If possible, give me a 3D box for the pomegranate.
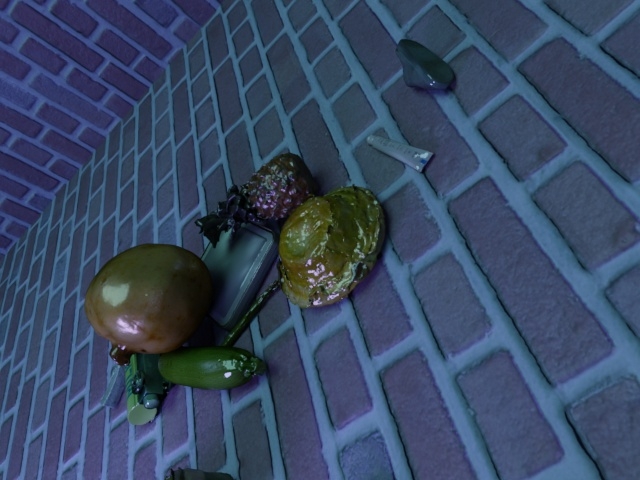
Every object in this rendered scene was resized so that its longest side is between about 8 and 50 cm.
[{"bbox_3d":[-0.401,0.133,1.283,0.307,0.307,0.307,-26,49,34],"label":"pomegranate"}]

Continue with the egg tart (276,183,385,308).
[{"bbox_3d":[0.000,0.000,1.132,0.294,0.116,0.295,-23,52,34],"label":"egg tart"}]

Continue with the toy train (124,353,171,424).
[{"bbox_3d":[-0.463,0.358,1.405,0.157,0.105,0.253,-58,36,22],"label":"toy train"}]

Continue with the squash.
[{"bbox_3d":[-0.258,0.289,1.226,0.378,0.101,0.101,-11,58,41],"label":"squash"}]

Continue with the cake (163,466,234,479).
[{"bbox_3d":[-0.285,0.593,1.012,0.284,0.158,0.172,-48,41,14],"label":"cake"}]

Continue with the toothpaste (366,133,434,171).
[{"bbox_3d":[0.165,-0.194,1.154,0.048,0.031,0.190,-54,42,0],"label":"toothpaste"}]

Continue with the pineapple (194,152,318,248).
[{"bbox_3d":[-0.158,-0.087,1.305,0.310,0.141,0.170,-30,3,16],"label":"pineapple"}]

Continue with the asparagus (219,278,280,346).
[{"bbox_3d":[-0.163,0.174,1.260,0.248,0.025,0.024,-50,22,9],"label":"asparagus"}]

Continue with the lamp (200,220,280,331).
[{"bbox_3d":[-0.232,0.071,1.382,0.266,0.047,0.269,23,83,51],"label":"lamp"}]

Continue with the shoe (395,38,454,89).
[{"bbox_3d":[0.222,-0.374,1.191,0.078,0.079,0.195,108,147,-44],"label":"shoe"}]

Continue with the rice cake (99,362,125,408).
[{"bbox_3d":[-0.569,0.356,1.548,0.042,0.045,0.245,-11,59,45],"label":"rice cake"}]
